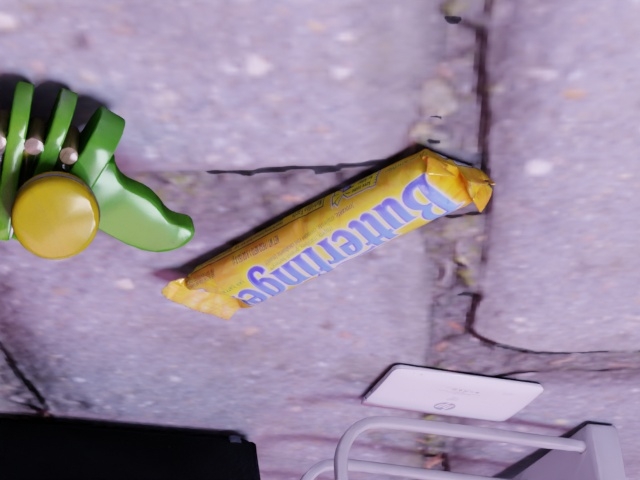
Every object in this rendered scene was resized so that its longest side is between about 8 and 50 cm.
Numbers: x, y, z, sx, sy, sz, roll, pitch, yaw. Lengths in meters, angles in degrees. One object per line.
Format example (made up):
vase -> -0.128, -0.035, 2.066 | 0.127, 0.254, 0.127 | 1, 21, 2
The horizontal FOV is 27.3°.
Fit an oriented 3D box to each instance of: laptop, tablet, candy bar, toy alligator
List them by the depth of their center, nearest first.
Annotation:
toy alligator -> -0.133, -0.033, 0.440 | 0.189, 0.056, 0.051 | 9, 109, -12
candy bar -> 0.000, 0.000, 0.527 | 0.040, 0.018, 0.161 | 25, 144, -37
tablet -> 0.068, 0.081, 0.689 | 0.083, 0.006, 0.054 | 10, 151, -15
laptop -> -0.158, 0.171, 0.723 | 0.234, 0.137, 0.264 | 7, 151, -11

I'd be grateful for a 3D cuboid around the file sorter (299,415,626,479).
file sorter -> 0.041, 0.240, 0.759 | 0.173, 0.193, 0.278 | 9, 146, -20
